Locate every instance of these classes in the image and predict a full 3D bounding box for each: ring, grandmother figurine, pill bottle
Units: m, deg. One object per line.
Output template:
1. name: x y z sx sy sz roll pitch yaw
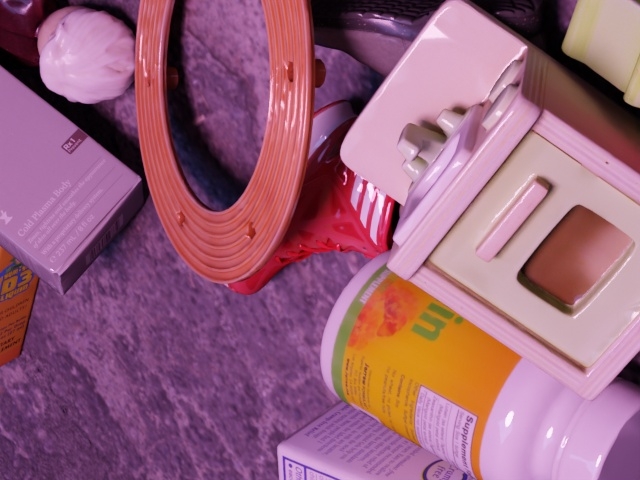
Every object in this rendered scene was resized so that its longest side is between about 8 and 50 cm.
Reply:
1. ring: -0.077 -0.133 1.138 0.336 0.032 0.336 12 104 60
2. grandmother figurine: -0.308 -0.240 1.326 0.342 0.104 0.208 35 157 18
3. pill bottle: 0.132 0.111 1.081 0.246 0.136 0.136 27 126 34

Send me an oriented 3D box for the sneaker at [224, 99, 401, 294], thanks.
1. sneaker: 0.000 0.000 1.187 0.128 0.087 0.221 46 134 15

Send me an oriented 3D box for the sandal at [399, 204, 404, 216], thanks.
1. sandal: 0.135 0.010 1.080 0.180 0.049 0.072 25 158 21

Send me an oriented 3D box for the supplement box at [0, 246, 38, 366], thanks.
1. supplement box: -0.352 0.038 1.506 0.080 0.078 0.233 37 131 21

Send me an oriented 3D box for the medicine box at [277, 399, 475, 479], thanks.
1. medicine box: 0.121 0.293 1.183 0.289 0.149 0.263 15 120 34

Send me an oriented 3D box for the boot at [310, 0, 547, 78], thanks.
1. boot: 0.071 -0.111 1.080 0.246 0.083 0.161 12 124 38

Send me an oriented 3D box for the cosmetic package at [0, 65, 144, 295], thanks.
1. cosmetic package: -0.293 -0.073 1.324 0.238 0.127 0.107 37 165 3

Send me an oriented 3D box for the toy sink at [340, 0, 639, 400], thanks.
1. toy sink: 0.135 -0.030 0.953 0.234 0.131 0.153 35 115 -5

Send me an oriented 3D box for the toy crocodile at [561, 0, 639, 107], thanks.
1. toy crocodile: 0.298 -0.069 0.887 0.340 0.105 0.115 36 130 22
